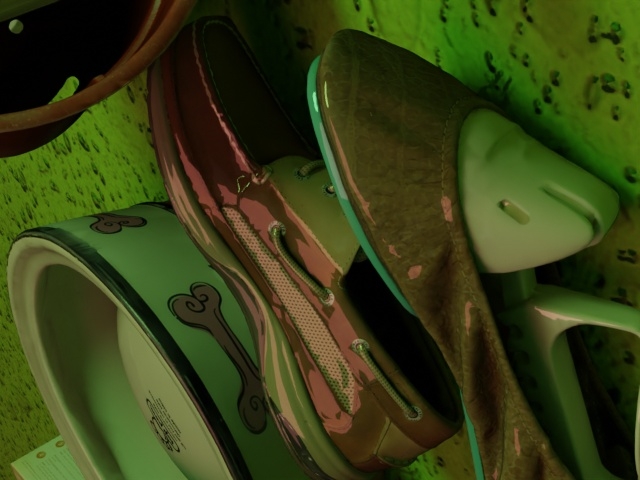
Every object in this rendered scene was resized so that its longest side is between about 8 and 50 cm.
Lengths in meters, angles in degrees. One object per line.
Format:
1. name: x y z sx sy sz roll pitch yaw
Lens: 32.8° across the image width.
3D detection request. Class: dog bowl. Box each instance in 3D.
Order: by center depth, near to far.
1. dog bowl: -0.107 0.144 0.956 0.408 0.150 0.408 38 144 34

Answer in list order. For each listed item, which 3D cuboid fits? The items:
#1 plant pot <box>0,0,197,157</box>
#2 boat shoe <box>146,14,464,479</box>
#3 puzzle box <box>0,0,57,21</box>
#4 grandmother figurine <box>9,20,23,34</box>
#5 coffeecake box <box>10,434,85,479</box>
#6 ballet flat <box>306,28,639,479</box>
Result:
1. plant pot: -0.225 -0.175 0.702 0.272 0.272 0.265 62 162 -2
2. boat shoe: 0.000 0.000 0.718 0.120 0.122 0.324 -22 95 28
3. puzzle box: -0.110 -0.318 0.435 0.052 0.272 0.409 -11 105 64
4. grandmother figurine: -0.404 -0.283 1.034 0.342 0.208 0.104 35 124 12
5. coffeecake box: -0.214 0.254 1.179 0.142 0.185 0.068 34 141 40
6. ballet flat: 0.111 0.036 0.577 0.124 0.116 0.342 -11 107 39
